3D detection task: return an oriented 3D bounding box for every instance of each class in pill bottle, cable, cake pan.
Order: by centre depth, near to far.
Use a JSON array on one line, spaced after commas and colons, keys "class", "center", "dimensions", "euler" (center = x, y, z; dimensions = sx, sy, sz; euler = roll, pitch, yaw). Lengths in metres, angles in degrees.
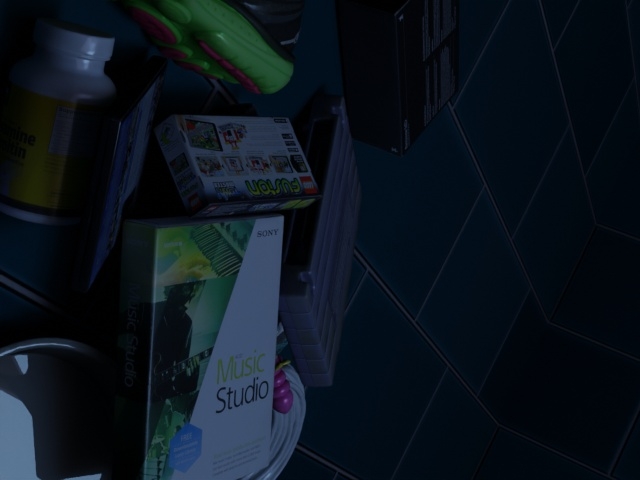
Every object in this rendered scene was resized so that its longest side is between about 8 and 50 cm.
[{"class": "pill bottle", "center": [-0.254, -0.114, 1.034], "dimensions": [0.103, 0.103, 0.184], "euler": [-9, 118, -60]}, {"class": "cake pan", "center": [-0.313, 0.247, 1.152], "dimensions": [0.293, 0.054, 0.293], "euler": [-3, 95, -44]}, {"class": "cable", "center": [-0.134, 0.270, 1.532], "dimensions": [0.257, 0.089, 0.257], "euler": [-21, 127, -41]}]

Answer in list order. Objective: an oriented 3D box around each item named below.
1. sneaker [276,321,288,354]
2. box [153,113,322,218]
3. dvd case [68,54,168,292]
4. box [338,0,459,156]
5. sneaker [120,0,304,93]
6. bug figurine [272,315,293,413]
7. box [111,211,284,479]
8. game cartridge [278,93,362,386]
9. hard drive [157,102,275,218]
[{"class": "sneaker", "center": [-0.069, 0.140, 1.642], "dimensions": [0.166, 0.065, 0.076], "euler": [-20, 138, -47]}, {"class": "box", "center": [-0.091, -0.089, 1.251], "dimensions": [0.036, 0.114, 0.207], "euler": [-31, 166, 34]}, {"class": "dvd case", "center": [-0.203, -0.077, 1.099], "dimensions": [0.253, 0.022, 0.180], "euler": [-84, -171, -68]}, {"class": "box", "center": [0.121, -0.286, 1.600], "dimensions": [0.184, 0.103, 0.261], "euler": [-52, 150, -34]}, {"class": "sneaker", "center": [-0.130, -0.316, 1.060], "dimensions": [0.483, 0.185, 0.202], "euler": [50, 58, -72]}, {"class": "bug figurine", "center": [-0.121, 0.164, 1.378], "dimensions": [0.279, 0.072, 0.216], "euler": [-38, 116, -38]}, {"class": "box", "center": [-0.136, 0.130, 1.234], "dimensions": [0.232, 0.059, 0.321], "euler": [-9, 103, -56]}, {"class": "game cartridge", "center": [0.000, 0.000, 1.510], "dimensions": [0.230, 0.068, 0.355], "euler": [82, 14, -51]}, {"class": "hard drive", "center": [-0.130, -0.040, 1.378], "dimensions": [0.172, 0.054, 0.254], "euler": [-48, 147, -33]}]
